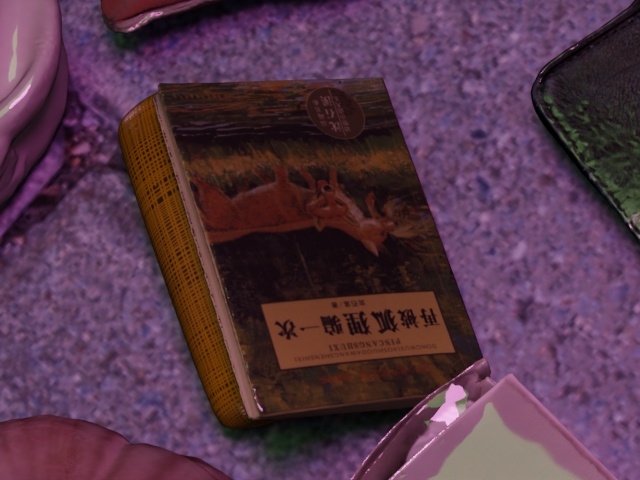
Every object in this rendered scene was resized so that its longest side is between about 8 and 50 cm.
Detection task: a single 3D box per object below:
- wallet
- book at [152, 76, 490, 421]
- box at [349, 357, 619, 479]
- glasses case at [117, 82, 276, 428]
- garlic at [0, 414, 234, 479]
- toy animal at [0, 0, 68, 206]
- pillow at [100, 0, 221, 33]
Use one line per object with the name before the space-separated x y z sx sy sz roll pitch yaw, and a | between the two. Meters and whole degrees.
wallet | 0.294 -0.120 1.195 0.318 0.045 0.172 -34 67 -4
book | 0.000 0.000 1.180 0.160 0.024 0.228 -4 60 -27
box | 0.156 0.236 1.000 0.145 0.173 0.333 -41 64 -8
glasses case | -0.062 0.005 1.213 0.079 0.064 0.234 -26 65 8
garlic | -0.137 0.236 1.020 0.317 0.259 0.317 3 61 -5
toy animal | -0.269 -0.164 1.286 0.258 0.194 0.357 -12 79 -18
pillow | -0.070 -0.224 1.306 0.179 0.075 0.171 -15 64 6
